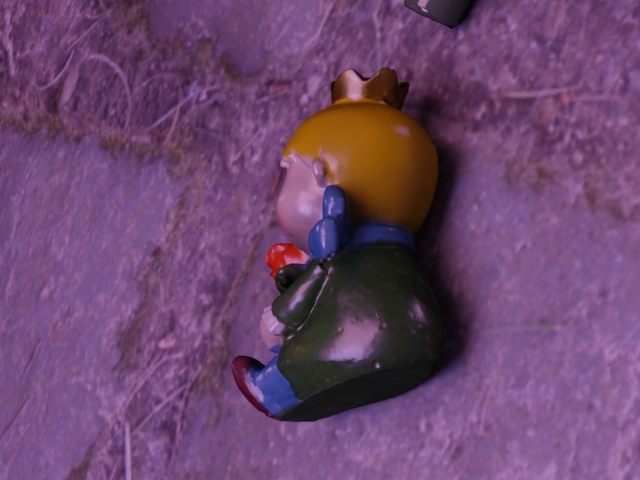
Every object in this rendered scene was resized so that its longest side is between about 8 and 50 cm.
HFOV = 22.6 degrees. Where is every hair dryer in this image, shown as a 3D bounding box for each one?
[{"bbox_3d":[0.072,-0.218,1.215,0.071,0.047,0.150,-62,36,13],"label":"hair dryer"}]

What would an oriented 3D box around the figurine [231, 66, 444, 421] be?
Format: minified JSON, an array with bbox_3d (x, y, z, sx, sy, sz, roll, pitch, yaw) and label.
[{"bbox_3d":[0.008,0.002,1.155,0.185,0.127,0.234,-32,64,46],"label":"figurine"}]
